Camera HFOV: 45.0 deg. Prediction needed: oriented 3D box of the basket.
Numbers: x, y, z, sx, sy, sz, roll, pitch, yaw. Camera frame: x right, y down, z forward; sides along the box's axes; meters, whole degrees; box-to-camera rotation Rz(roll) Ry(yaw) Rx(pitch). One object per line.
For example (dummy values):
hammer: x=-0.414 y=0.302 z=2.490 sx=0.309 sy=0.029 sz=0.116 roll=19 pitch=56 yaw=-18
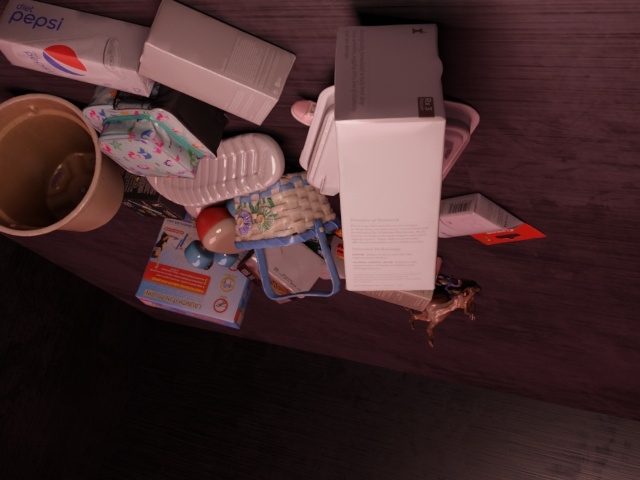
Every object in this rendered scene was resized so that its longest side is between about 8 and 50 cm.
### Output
basket: x=-0.079 y=-0.005 z=1.787 sx=0.254 sy=0.289 sz=0.201 roll=-10 pitch=-168 yaw=46

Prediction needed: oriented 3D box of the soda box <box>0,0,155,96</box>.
soda box: x=-0.436 y=-0.351 z=1.402 sx=0.286 sy=0.098 sz=0.091 roll=15 pitch=162 yaw=8

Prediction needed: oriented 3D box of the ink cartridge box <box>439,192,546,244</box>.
ink cartridge box: x=0.357 y=-0.025 z=1.730 sx=0.232 sy=0.066 sz=0.189 roll=32 pitch=157 yaw=-28

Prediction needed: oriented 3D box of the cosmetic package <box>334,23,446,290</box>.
cosmetic package: x=0.107 y=-0.115 z=1.196 sx=0.156 sy=0.217 sz=0.385 roll=-2 pitch=139 yaw=5

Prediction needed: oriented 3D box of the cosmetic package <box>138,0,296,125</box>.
cosmetic package: x=-0.180 y=-0.300 z=1.316 sx=0.237 sy=0.107 sz=0.127 roll=25 pitch=161 yaw=-14

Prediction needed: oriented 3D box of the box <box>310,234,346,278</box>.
box: x=0.025 y=0.049 z=2.180 sx=0.087 sy=0.102 sz=0.101 roll=31 pitch=157 yaw=-32

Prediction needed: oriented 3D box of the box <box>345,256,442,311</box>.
box: x=0.196 y=0.091 z=2.107 sx=0.232 sy=0.127 sz=0.149 roll=16 pitch=163 yaw=3

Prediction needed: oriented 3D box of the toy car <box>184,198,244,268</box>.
toy car: x=-0.269 y=-0.086 z=1.995 sx=0.238 sy=0.219 sz=0.210 roll=53 pitch=-156 yaw=19

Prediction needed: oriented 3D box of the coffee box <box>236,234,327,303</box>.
coffee box: x=-0.109 y=0.068 z=2.060 sx=0.168 sy=0.119 sz=0.297 roll=39 pitch=166 yaw=-7

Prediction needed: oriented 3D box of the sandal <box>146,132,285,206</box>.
sandal: x=-0.239 y=-0.166 z=1.760 sx=0.416 sy=0.170 sz=0.102 roll=4 pitch=-161 yaw=34

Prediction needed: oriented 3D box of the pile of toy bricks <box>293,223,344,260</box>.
pile of toy bricks: x=0.000 y=0.000 z=2.005 sx=0.212 sy=0.118 sz=0.105 roll=17 pitch=144 yaw=12

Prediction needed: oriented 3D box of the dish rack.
dish rack: x=0.114 y=-0.154 z=1.419 sx=0.285 sy=0.073 sz=0.333 roll=9 pitch=156 yaw=-6

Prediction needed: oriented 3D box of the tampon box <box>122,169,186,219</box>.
tampon box: x=-0.444 y=-0.129 z=2.077 sx=0.160 sy=0.102 sz=0.120 roll=6 pitch=160 yaw=30

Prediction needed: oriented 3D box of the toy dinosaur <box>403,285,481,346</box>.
toy dinosaur: x=0.361 y=0.193 z=2.307 sx=0.127 sy=0.200 sz=0.295 roll=63 pitch=172 yaw=-14

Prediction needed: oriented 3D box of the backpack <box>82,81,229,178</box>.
backpack: x=-0.341 y=-0.235 z=1.544 sx=0.253 sy=0.191 sz=0.225 roll=13 pitch=164 yaw=30

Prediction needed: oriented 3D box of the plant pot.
plant pot: x=-0.642 y=-0.151 z=1.905 sx=0.333 sy=0.334 sz=0.305 roll=14 pitch=173 yaw=9

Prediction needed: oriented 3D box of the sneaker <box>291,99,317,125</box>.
sneaker: x=0.016 y=-0.237 z=1.414 sx=0.134 sy=0.051 sz=0.070 roll=20 pitch=155 yaw=-4

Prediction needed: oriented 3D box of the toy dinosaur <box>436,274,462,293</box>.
toy dinosaur: x=0.359 y=0.112 z=2.203 sx=0.082 sy=0.047 sz=0.090 roll=14 pitch=-162 yaw=-20

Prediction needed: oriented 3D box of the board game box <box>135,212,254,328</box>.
board game box: x=-0.339 y=0.071 z=2.256 sx=0.308 sy=0.302 sz=0.086 roll=14 pitch=162 yaw=11
